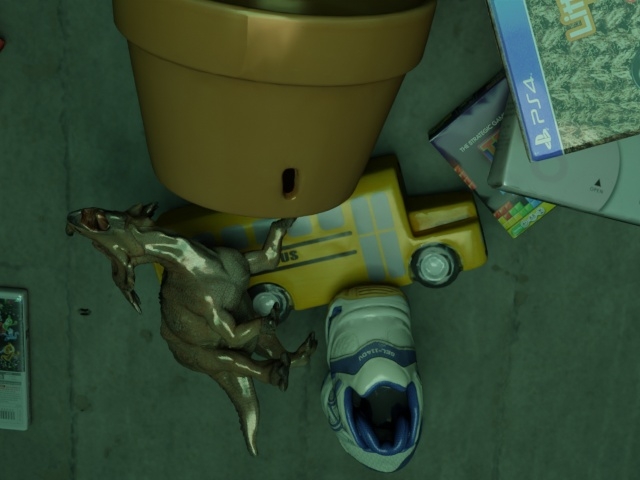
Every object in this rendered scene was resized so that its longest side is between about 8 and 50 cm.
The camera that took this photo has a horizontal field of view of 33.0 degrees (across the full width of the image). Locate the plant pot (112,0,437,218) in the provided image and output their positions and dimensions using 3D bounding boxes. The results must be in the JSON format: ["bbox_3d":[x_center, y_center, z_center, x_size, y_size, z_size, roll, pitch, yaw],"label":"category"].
[{"bbox_3d":[-0.053,-0.153,1.001,0.290,0.291,0.204,10,116,1],"label":"plant pot"}]

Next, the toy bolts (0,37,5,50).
[{"bbox_3d":[-0.458,-0.187,1.072,0.158,0.218,0.228,44,88,-3],"label":"toy bolts"}]

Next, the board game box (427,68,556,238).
[{"bbox_3d":[0.219,-0.109,1.109,0.170,0.048,0.141,-41,102,15],"label":"board game box"}]

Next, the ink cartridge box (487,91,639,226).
[{"bbox_3d":[0.277,-0.141,1.040,0.189,0.066,0.233,13,95,-12],"label":"ink cartridge box"}]

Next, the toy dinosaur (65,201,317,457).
[{"bbox_3d":[-0.120,0.067,1.048,0.200,0.127,0.296,1,123,16],"label":"toy dinosaur"}]

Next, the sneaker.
[{"bbox_3d":[0.054,0.181,1.119,0.111,0.131,0.296,-9,138,3],"label":"sneaker"}]

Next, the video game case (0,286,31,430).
[{"bbox_3d":[-0.432,0.132,1.251,0.190,0.022,0.173,5,108,4],"label":"video game case"}]

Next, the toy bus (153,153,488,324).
[{"bbox_3d":[0.000,0.000,1.130,0.332,0.108,0.130,-14,104,9],"label":"toy bus"}]

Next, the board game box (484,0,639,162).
[{"bbox_3d":[0.283,-0.219,0.888,0.290,0.141,0.232,-16,99,12],"label":"board game box"}]
